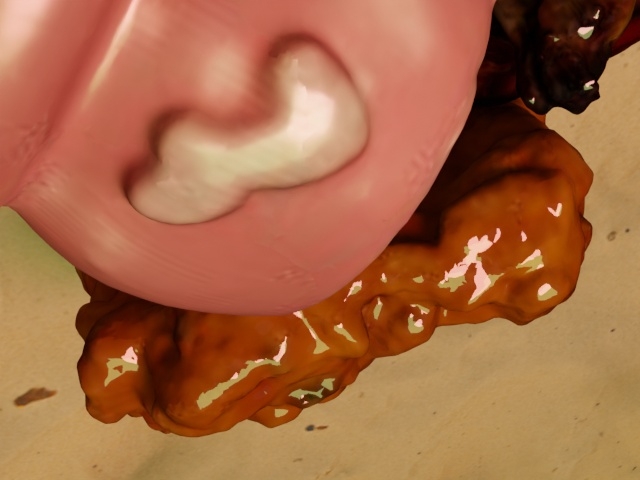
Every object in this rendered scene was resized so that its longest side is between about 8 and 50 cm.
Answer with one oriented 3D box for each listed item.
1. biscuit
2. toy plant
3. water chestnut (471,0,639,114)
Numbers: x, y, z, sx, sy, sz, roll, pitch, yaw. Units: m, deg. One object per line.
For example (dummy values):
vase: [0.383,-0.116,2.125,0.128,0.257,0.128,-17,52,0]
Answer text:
biscuit: [0.000,0.000,0.728,0.312,0.318,0.110,-24,113,-1]
toy plant: [-0.113,-0.130,0.387,0.356,0.211,0.317,27,112,-19]
water chestnut: [0.093,-0.179,0.569,0.300,0.300,0.300,-15,141,-13]
